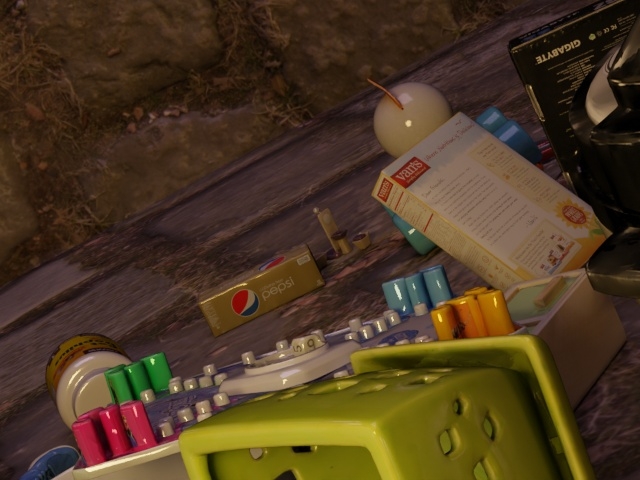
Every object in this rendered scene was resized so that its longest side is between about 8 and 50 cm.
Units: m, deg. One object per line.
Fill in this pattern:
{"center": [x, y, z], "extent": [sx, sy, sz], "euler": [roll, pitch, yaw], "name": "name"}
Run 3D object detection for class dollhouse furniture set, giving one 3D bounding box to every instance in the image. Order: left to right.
{"center": [0.000, 0.000, 2.226], "extent": [0.091, 0.081, 0.114], "euler": [-12, 19, 47], "name": "dollhouse furniture set"}

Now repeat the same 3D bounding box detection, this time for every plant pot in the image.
{"center": [0.070, 0.190, 1.058], "extent": [0.207, 0.228, 0.227], "euler": [-29, 11, -39], "name": "plant pot"}

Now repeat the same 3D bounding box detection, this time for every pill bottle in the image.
{"center": [-0.294, 0.193, 1.942], "extent": [0.117, 0.117, 0.215], "euler": [-28, 13, -12], "name": "pill bottle"}

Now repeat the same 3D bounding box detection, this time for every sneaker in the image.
{"center": [-0.332, 0.297, 1.732], "extent": [0.152, 0.058, 0.084], "euler": [-37, 11, -27], "name": "sneaker"}

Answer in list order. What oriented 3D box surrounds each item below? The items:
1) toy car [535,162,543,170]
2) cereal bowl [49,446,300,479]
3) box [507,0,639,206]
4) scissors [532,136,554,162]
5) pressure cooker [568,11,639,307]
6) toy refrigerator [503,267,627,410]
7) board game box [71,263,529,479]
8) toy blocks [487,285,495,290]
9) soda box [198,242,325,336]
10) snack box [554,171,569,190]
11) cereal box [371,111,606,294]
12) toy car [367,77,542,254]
{"center": [0.273, -0.071, 2.139], "extent": [0.122, 0.060, 0.040], "euler": [-40, 55, 9], "name": "toy car"}
{"center": [-0.150, 0.285, 1.258], "extent": [0.339, 0.141, 0.339], "euler": [-25, 13, 6], "name": "cereal bowl"}
{"center": [0.419, -0.183, 1.770], "extent": [0.322, 0.257, 0.079], "euler": [-24, 13, 11], "name": "box"}
{"center": [0.421, -0.171, 2.253], "extent": [0.297, 0.021, 0.109], "euler": [-21, 11, 17], "name": "scissors"}
{"center": [0.364, -0.041, 0.916], "extent": [0.375, 0.420, 0.370], "euler": [-23, 19, 21], "name": "pressure cooker"}
{"center": [0.177, 0.125, 1.377], "extent": [0.102, 0.094, 0.269], "euler": [-15, 16, 40], "name": "toy refrigerator"}
{"center": [-0.031, 0.109, 1.384], "extent": [0.389, 0.050, 0.390], "euler": [-17, 3, -3], "name": "board game box"}
{"center": [0.208, -0.024, 1.765], "extent": [0.123, 0.148, 0.054], "euler": [-30, 1, -17], "name": "toy blocks"}
{"center": [-0.088, 0.072, 2.166], "extent": [0.181, 0.058, 0.061], "euler": [-25, 13, 0], "name": "soda box"}
{"center": [0.374, -0.105, 2.066], "extent": [0.064, 0.022, 0.178], "euler": [-16, 15, 30], "name": "snack box"}
{"center": [0.201, -0.033, 1.691], "extent": [0.173, 0.240, 0.047], "euler": [-37, -22, -41], "name": "cereal box"}
{"center": [0.145, -0.147, 2.072], "extent": [0.219, 0.238, 0.210], "euler": [-39, 16, 4], "name": "toy car"}
